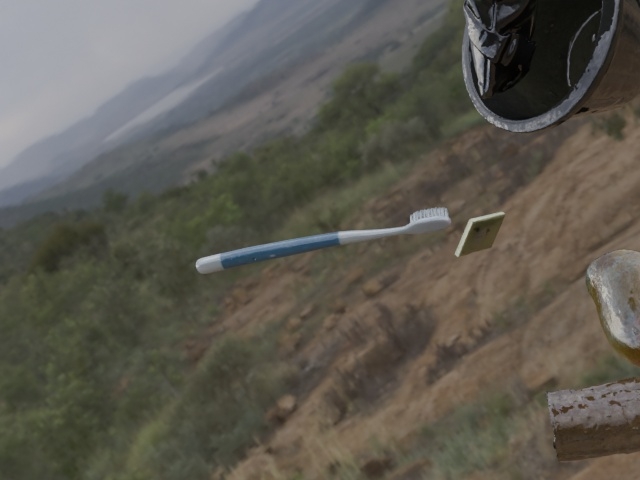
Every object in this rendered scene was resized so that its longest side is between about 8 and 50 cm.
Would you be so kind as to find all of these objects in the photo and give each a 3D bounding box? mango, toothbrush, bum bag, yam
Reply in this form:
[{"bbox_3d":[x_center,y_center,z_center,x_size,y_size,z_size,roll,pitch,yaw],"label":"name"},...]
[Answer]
[{"bbox_3d":[0.606,0.122,1.947,0.316,0.146,0.192,-118,42,-57],"label":"mango"},{"bbox_3d":[0.000,0.000,1.069,0.276,0.019,0.025,-11,41,13],"label":"toothbrush"},{"bbox_3d":[0.214,-0.310,1.192,0.095,0.340,0.144,16,47,19],"label":"bum bag"},{"bbox_3d":[0.521,0.312,1.809,0.238,0.129,0.128,-12,58,8],"label":"yam"}]

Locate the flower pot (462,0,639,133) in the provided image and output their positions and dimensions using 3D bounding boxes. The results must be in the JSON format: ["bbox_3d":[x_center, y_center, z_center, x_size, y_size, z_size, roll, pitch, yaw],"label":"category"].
[{"bbox_3d":[0.332,-0.259,1.341,0.166,0.269,0.269,9,-15,-33],"label":"flower pot"}]

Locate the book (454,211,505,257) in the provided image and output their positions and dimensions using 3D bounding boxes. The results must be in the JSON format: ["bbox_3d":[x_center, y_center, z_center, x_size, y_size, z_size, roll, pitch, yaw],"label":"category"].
[{"bbox_3d":[0.295,-0.011,1.890,0.111,0.014,0.077,-13,-50,-47],"label":"book"}]
